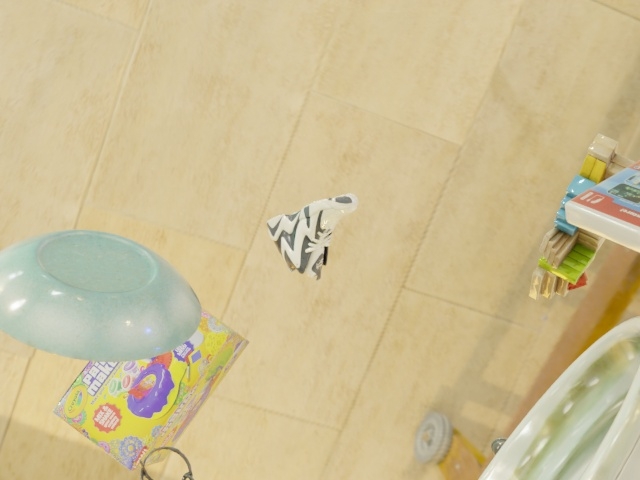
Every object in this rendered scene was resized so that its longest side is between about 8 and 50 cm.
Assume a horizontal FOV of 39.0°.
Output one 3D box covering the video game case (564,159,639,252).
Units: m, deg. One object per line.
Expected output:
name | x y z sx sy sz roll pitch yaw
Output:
video game case | 0.399 -0.056 0.824 0.285 0.204 0.025 -28 122 -21

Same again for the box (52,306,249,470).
box | -0.297 0.244 1.656 0.177 0.279 0.290 35 83 8

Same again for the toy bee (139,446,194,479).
toy bee | -0.246 0.438 1.140 0.195 0.162 0.298 -6 112 -6

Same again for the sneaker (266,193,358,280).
sneaker | 0.000 0.000 1.847 0.235 0.094 0.153 -19 89 34

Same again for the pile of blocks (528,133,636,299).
pile of blocks | 0.519 -0.020 1.756 0.113 0.149 0.362 29 125 25

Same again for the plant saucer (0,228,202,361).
plant saucer | -0.194 0.033 0.776 0.195 0.195 0.037 10 116 -13

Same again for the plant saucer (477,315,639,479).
plant saucer | 0.231 0.258 0.869 0.100 0.400 0.400 37 99 7

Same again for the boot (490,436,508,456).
boot | 0.456 0.573 2.146 0.189 0.208 0.076 49 115 13
